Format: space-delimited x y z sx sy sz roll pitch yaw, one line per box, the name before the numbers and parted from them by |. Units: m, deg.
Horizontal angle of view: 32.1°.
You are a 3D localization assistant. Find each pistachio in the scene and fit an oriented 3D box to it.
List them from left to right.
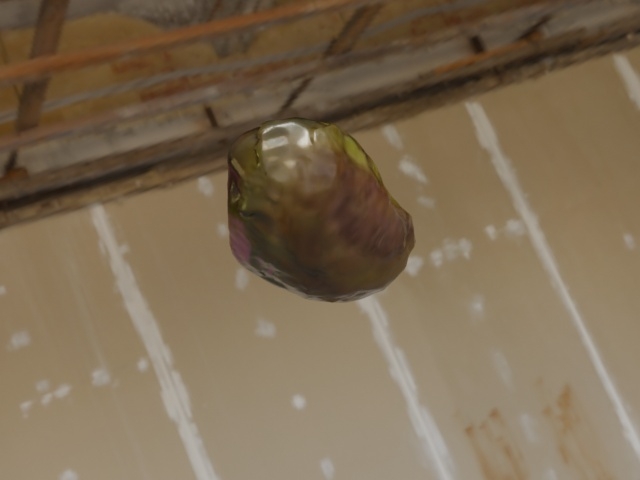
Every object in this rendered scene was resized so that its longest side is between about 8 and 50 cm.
pistachio | 0.000 0.000 0.600 0.089 0.049 0.173 -25 -37 13
